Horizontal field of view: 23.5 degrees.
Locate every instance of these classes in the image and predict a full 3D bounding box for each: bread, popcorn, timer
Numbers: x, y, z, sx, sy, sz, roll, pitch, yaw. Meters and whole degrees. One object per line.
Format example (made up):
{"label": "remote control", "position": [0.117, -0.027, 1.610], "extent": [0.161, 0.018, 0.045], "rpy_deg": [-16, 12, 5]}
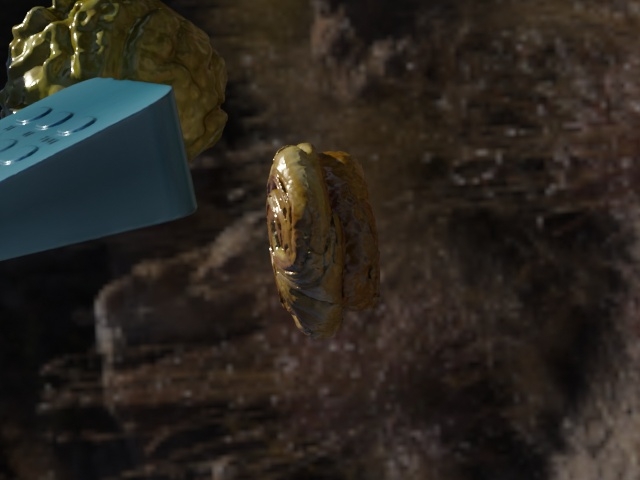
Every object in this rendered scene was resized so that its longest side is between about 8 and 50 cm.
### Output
{"label": "bread", "position": [-0.001, -0.002, 1.789], "extent": [0.236, 0.120, 0.198], "rpy_deg": [91, 168, -59]}
{"label": "popcorn", "position": [-0.221, -0.145, 1.605], "extent": [0.249, 0.249, 0.225], "rpy_deg": [93, -170, -58]}
{"label": "timer", "position": [-0.239, -0.044, 1.122], "extent": [0.232, 0.250, 0.091], "rpy_deg": [18, 122, 62]}
